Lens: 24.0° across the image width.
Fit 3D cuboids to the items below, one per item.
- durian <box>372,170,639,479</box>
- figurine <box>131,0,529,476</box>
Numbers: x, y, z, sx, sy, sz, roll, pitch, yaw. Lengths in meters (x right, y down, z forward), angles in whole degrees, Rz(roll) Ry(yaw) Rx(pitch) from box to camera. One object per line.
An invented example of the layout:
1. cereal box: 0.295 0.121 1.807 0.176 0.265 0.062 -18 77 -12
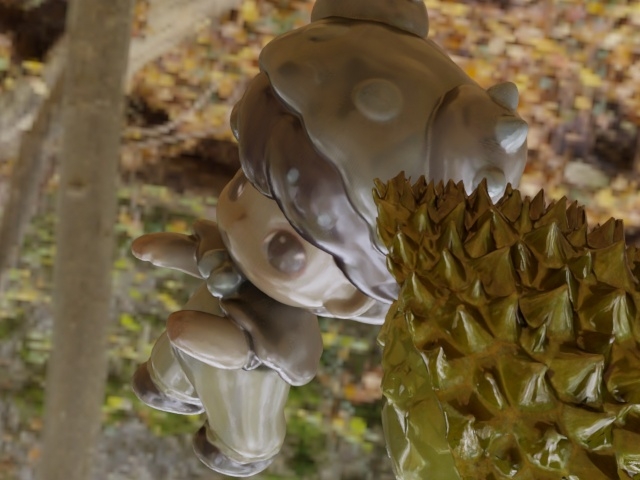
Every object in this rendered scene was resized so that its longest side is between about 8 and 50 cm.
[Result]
1. durian: 0.086 0.071 0.440 0.102 0.208 0.146 -20 -138 12
2. figurine: -0.001 0.001 1.072 0.203 0.380 0.248 14 -149 -37
